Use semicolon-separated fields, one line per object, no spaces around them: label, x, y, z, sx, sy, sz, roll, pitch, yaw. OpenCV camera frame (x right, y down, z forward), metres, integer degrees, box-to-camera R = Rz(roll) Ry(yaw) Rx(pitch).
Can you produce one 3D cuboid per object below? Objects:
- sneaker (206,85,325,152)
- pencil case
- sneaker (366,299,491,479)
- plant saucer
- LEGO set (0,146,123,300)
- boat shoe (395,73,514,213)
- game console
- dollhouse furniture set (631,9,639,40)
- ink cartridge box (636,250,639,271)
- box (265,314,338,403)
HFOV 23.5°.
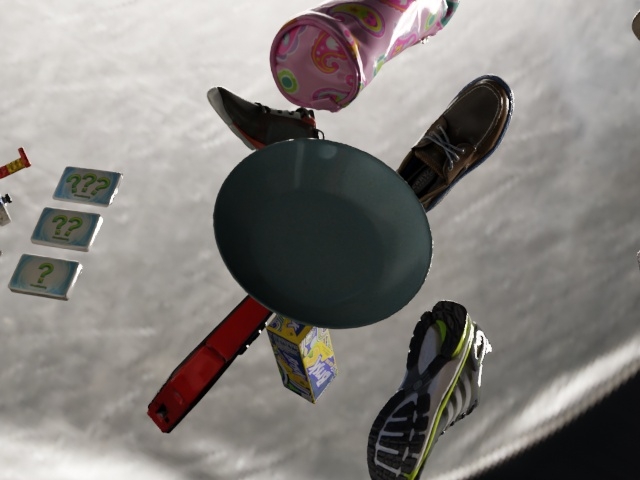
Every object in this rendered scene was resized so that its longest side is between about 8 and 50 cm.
sneaker;-0.039;-0.109;1.456;0.158;0.061;0.065;36;99;-31
pencil case;0.059;-0.245;1.745;0.284;0.124;0.124;-42;150;-48
sneaker;0.170;0.244;2.239;0.121;0.111;0.300;31;82;-40
plant saucer;0.000;0.000;1.336;0.195;0.195;0.037;-52;170;-33
LEGO set;-0.376;-0.034;1.804;0.060;0.244;0.182;69;35;-54
boat shoe;0.127;-0.087;1.545;0.183;0.066;0.066;-56;167;29
game console;-0.109;0.127;2.246;0.342;0.060;0.386;-45;179;-20
dollhouse furniture set;0.400;-0.104;1.451;0.161;0.242;0.212;-48;144;2
ink cartridge box;0.597;0.023;1.940;0.261;0.296;0.066;-37;132;-17
box;-0.022;0.143;1.990;0.059;0.054;0.169;-52;156;-22
